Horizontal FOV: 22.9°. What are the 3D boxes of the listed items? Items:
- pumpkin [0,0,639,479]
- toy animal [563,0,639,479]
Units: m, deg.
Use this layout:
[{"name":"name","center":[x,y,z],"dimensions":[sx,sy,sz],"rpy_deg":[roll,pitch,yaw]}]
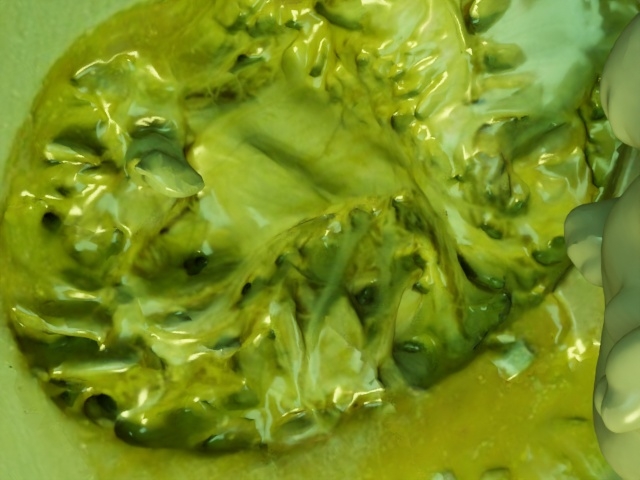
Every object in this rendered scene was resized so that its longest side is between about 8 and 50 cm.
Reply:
[{"name":"pumpkin","center":[0.000,0.000,0.526],"dimensions":[0.293,0.197,0.263],"rpy_deg":[-43,94,-9]},{"name":"toy animal","center":[0.148,-0.010,0.366],"dimensions":[0.178,0.127,0.193],"rpy_deg":[-1,52,1]}]
